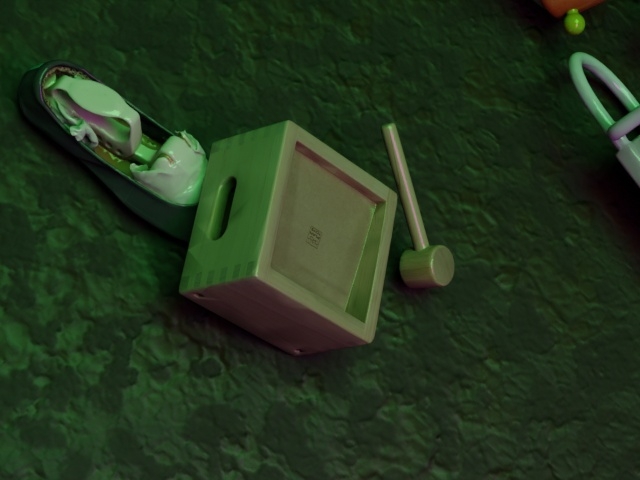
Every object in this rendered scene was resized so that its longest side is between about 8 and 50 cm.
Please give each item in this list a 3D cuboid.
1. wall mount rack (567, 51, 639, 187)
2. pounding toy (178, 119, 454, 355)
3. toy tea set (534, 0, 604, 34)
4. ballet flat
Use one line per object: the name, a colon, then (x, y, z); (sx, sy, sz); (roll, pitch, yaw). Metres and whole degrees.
wall mount rack: (0.377, -0.061, 1.359); (0.350, 0.130, 0.304); (53, 28, 3)
pounding toy: (0.005, -0.006, 1.207); (0.206, 0.094, 0.181); (32, 58, -39)
toy tea set: (0.213, -0.344, 1.406); (0.200, 0.124, 0.336); (55, 34, -33)
ballet flat: (-0.138, -0.068, 1.181); (0.203, 0.074, 0.074); (37, 62, -5)
